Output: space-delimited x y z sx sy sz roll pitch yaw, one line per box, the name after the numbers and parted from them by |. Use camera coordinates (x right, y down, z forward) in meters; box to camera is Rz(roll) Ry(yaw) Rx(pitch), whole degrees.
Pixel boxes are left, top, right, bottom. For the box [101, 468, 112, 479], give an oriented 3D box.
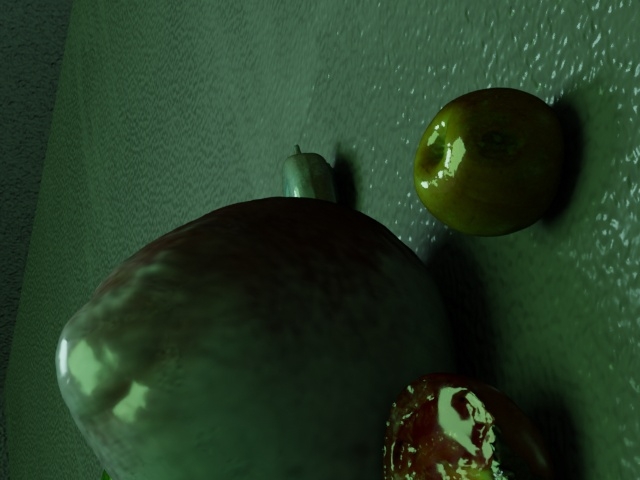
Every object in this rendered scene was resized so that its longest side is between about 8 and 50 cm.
-0.215 0.289 2.064 0.097 0.134 0.345 -100 22 -45 | box

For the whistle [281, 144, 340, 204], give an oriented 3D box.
0.000 0.000 1.576 0.107 0.057 0.220 97 164 -65 | whistle

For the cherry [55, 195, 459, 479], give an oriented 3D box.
-0.041 0.131 1.274 0.291 0.335 0.326 -9 99 34 | cherry

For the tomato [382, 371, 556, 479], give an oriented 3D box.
0.117 0.171 1.129 0.139 0.091 0.159 -22 77 51 | tomato

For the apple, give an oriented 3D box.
0.122 -0.056 1.132 0.114 0.102 0.099 126 144 -58 | apple
